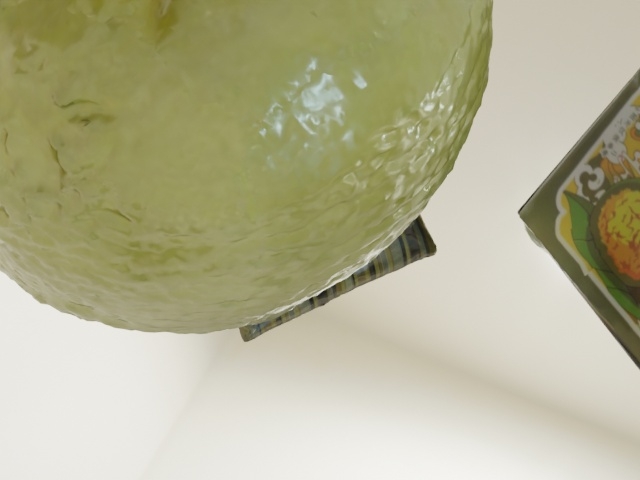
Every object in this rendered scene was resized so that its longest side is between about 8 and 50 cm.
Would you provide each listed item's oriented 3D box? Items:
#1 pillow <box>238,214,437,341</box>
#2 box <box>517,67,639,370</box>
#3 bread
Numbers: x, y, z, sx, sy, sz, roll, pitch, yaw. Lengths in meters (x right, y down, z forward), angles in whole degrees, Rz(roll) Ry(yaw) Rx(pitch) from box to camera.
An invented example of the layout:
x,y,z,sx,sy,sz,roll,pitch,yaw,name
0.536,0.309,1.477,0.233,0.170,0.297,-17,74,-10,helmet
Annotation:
x,y,z,sx,sy,sz,roll,pitch,yaw,name
0.000,0.000,1.315,0.113,0.203,0.038,66,-19,-4,pillow
0.428,-0.037,1.339,0.420,0.138,0.373,-53,-130,25,box
-0.058,-0.112,0.797,0.320,0.320,0.237,21,-38,10,bread
